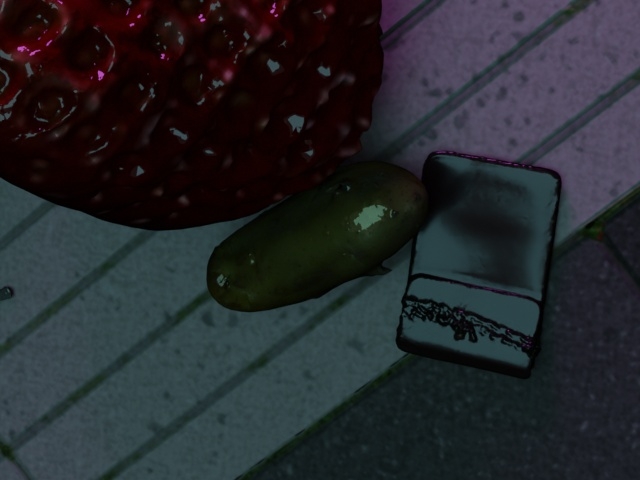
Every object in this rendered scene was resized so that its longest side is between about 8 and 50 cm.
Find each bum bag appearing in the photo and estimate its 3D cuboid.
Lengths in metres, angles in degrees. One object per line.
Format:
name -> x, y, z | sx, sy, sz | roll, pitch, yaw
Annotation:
bum bag -> 0.116, 0.017, 1.373 | 0.109, 0.026, 0.159 | 10, 103, 15

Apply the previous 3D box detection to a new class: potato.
potato -> 0.000, 0.000, 1.364 | 0.188, 0.105, 0.085 | -26, 89, 23

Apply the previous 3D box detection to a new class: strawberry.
strawberry -> -0.129, -0.154, 1.245 | 0.295, 0.345, 0.317 | -13, 96, 25

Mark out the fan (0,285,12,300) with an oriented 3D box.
fan -> -0.324, 0.071, 1.524 | 0.175, 0.005, 0.113 | -22, 93, 20
